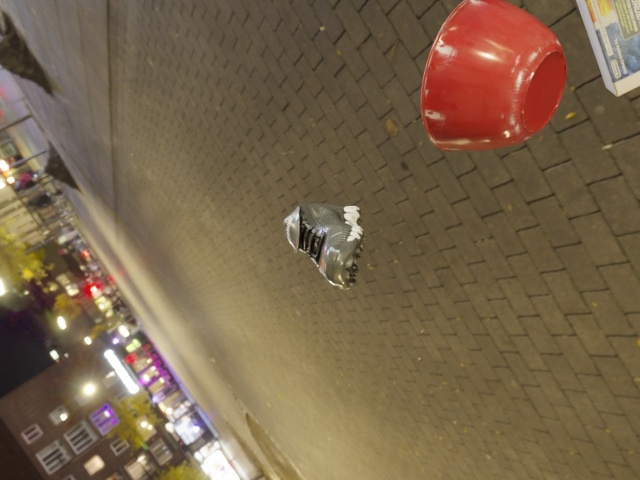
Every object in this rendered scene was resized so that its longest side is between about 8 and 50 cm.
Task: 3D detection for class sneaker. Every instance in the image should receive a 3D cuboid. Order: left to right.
[{"bbox_3d":[0.000,0.000,0.670,0.234,0.106,0.078,-80,1,-73],"label":"sneaker"}]

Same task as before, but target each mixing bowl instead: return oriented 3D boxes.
[{"bbox_3d":[0.208,-0.175,0.588,0.098,0.181,0.181,31,147,40],"label":"mixing bowl"}]

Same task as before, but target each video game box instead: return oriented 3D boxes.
[{"bbox_3d":[0.450,-0.324,0.684,0.205,0.187,0.048,52,-158,-27],"label":"video game box"}]
